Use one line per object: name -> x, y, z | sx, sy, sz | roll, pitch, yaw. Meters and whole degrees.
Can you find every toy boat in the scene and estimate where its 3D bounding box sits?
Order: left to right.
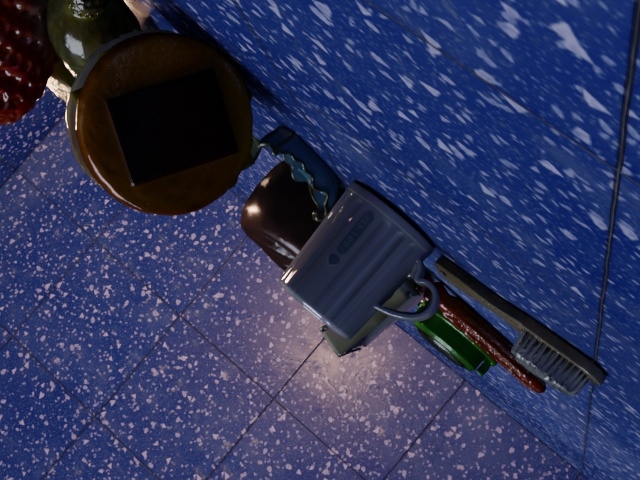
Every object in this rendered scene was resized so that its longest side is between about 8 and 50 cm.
toy boat -> -0.032, -0.107, 1.732 | 0.185, 0.077, 0.075 | 44, 174, -39

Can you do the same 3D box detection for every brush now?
brush -> 0.282, 0.130, 1.579 | 0.327, 0.065, 0.070 | 39, 176, 35

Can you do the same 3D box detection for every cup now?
cup -> 0.065, 0.046, 1.626 | 0.167, 0.202, 0.221 | 41, 178, -39

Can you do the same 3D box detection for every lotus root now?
lotus root -> -0.374, -0.352, 1.756 | 0.173, 0.173, 0.309 | 39, 173, 13

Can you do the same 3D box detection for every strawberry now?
strawberry -> -0.516, -0.368, 1.816 | 0.149, 0.336, 0.265 | 3, -163, -4

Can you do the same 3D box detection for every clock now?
clock -> 0.106, 0.133, 1.998 | 0.071, 0.192, 0.147 | 53, -160, 12

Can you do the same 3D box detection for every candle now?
candle -> 0.301, 0.175, 1.959 | 0.329, 0.048, 0.051 | 41, -157, -13

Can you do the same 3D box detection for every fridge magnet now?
fridge magnet -> 0.264, 0.184, 2.082 | 0.208, 0.088, 0.208 | 40, 176, 3

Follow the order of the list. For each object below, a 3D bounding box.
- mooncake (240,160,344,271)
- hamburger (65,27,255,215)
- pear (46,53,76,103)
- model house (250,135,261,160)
mooncake -> 0.000, 0.000, 1.967 | 0.334, 0.174, 0.326 | 43, 173, -24
hamburger -> -0.238, -0.181, 1.567 | 0.291, 0.291, 0.225 | 41, 176, -16
pear -> -0.395, -0.306, 2.078 | 0.340, 0.191, 0.386 | 33, 173, 30
model house -> -0.161, -0.177, 2.133 | 0.066, 0.079, 0.083 | 42, 177, 0
